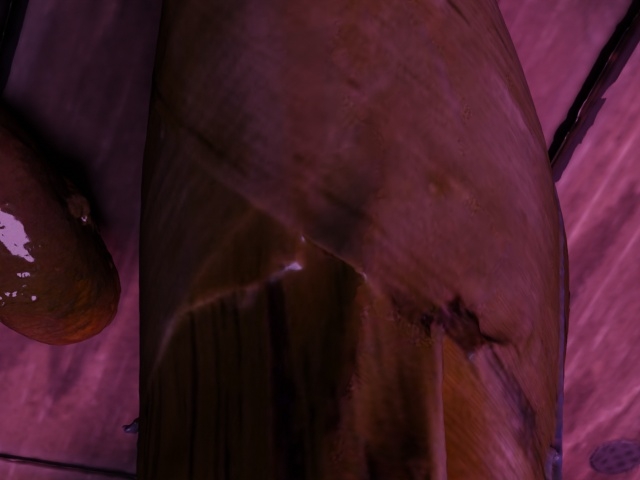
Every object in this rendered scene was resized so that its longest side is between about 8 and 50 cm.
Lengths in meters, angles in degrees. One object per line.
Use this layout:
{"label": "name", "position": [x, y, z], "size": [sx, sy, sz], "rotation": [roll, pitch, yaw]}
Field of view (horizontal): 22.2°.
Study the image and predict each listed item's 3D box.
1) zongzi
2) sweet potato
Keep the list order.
{"label": "zongzi", "position": [0.000, 0.000, 0.548], "size": [0.160, 0.323, 0.360], "rotation": [-3, 132, 10]}
{"label": "sweet potato", "position": [-0.136, -0.017, 0.691], "size": [0.068, 0.068, 0.226], "rotation": [-15, 134, 10]}
